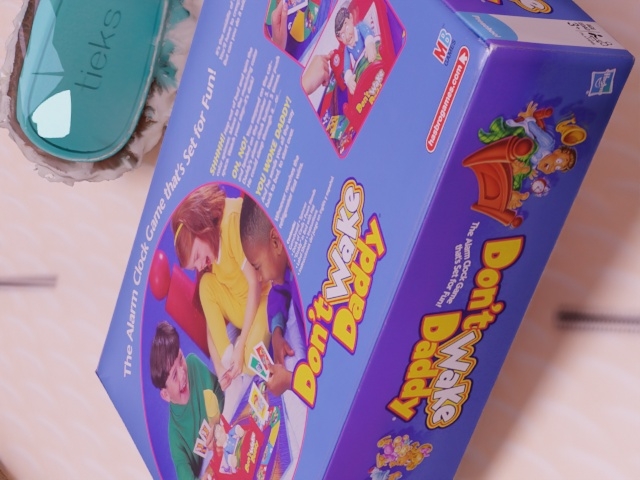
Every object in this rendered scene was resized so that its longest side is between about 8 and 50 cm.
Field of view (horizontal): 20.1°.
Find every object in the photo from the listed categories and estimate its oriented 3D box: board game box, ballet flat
[{"bbox_3d":[0.000,0.000,0.891,0.233,0.078,0.347,54,134,45],"label":"board game box"},{"bbox_3d":[-0.102,-0.233,1.143,0.147,0.147,0.409,30,99,50],"label":"ballet flat"}]

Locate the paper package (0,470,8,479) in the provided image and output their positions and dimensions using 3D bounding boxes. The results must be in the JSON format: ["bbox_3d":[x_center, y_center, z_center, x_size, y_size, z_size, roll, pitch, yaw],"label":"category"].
[{"bbox_3d":[-0.300,0.289,1.134,0.325,0.168,0.309,38,105,48],"label":"paper package"}]
